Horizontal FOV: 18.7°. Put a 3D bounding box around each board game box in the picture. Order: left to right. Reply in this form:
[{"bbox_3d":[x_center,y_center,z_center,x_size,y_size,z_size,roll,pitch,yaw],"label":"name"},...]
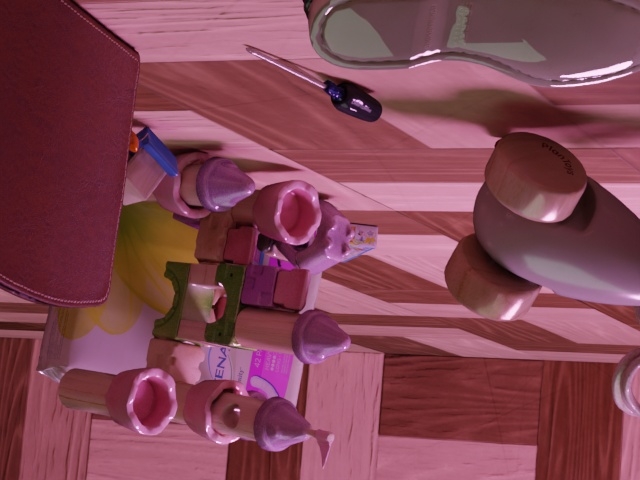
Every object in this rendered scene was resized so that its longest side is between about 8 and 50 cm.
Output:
[{"bbox_3d":[0.000,0.000,2.337,0.103,0.026,0.154,6,172,-13],"label":"board game box"}]

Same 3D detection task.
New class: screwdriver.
[{"bbox_3d":[-0.003,-0.126,1.519,0.025,0.024,0.170,-31,149,21],"label":"screwdriver"}]

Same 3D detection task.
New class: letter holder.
[{"bbox_3d":[-0.252,-0.067,1.358,0.152,0.214,0.302,2,172,14],"label":"letter holder"}]

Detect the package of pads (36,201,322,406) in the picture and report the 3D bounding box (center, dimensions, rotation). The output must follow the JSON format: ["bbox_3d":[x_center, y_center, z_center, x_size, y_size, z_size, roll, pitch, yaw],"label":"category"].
[{"bbox_3d":[-0.154,0.079,2.168,0.296,0.229,0.101,16,169,-23],"label":"package of pads"}]

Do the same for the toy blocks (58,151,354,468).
[{"bbox_3d":[-0.052,0.074,1.961,0.260,0.289,0.309,4,171,42],"label":"toy blocks"}]

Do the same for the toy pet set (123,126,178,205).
[{"bbox_3d":[-0.180,-0.094,1.763,0.114,0.065,0.122,48,148,-23],"label":"toy pet set"}]

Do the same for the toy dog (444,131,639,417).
[{"bbox_3d":[0.259,-0.005,1.684,0.333,0.161,0.220,32,124,-24],"label":"toy dog"}]

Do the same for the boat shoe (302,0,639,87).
[{"bbox_3d":[0.100,-0.144,1.165,0.227,0.069,0.081,3,133,-15],"label":"boat shoe"}]
